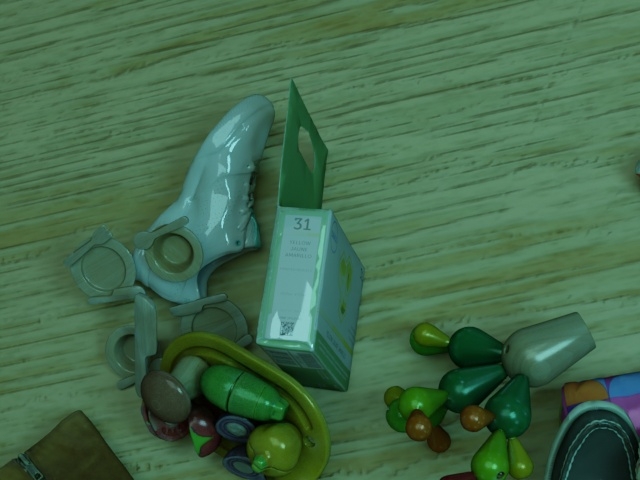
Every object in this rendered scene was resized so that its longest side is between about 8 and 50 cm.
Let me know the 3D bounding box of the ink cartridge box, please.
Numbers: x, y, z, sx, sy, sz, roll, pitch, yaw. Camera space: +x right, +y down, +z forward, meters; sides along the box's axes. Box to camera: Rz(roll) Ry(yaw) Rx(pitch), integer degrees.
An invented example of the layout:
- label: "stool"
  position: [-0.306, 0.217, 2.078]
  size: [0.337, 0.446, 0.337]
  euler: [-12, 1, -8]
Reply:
- label: "ink cartridge box"
  position: [0.000, 0.000, 1.071]
  size: [0.056, 0.171, 0.235]
  euler: [5, 73, 13]

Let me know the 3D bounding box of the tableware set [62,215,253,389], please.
- label: "tableware set"
  position: [-0.151, 0.056, 1.128]
  size: [0.141, 0.020, 0.168]
  euler: [-20, 103, 16]

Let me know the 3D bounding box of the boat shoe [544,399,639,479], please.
- label: "boat shoe"
  position: [0.213, 0.239, 0.945]
  size: [0.081, 0.068, 0.227]
  euler: [2, 104, 6]

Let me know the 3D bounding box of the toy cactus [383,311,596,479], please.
- label: "toy cactus"
  position: [0.142, 0.123, 1.006]
  size: [0.181, 0.219, 0.112]
  euler: [-27, 107, 4]

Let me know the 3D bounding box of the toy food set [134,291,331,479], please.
- label: "toy food set"
  position: [-0.099, 0.152, 1.060]
  size: [0.218, 0.128, 0.071]
  euler: [27, 37, 20]

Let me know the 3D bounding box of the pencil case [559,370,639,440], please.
- label: "pencil case"
  position: [0.314, 0.147, 0.996]
  size: [0.236, 0.104, 0.104]
  euler: [-9, 70, 11]

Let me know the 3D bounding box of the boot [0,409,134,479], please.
- label: "boot"
  position: [-0.220, 0.307, 1.027]
  size: [0.280, 0.096, 0.264]
  euler: [39, 67, 20]

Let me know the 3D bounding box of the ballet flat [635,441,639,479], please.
- label: "ballet flat"
  position: [0.257, 0.193, 0.850]
  size: [0.091, 0.077, 0.241]
  euler: [-13, 43, 25]

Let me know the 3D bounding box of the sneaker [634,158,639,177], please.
- label: "sneaker"
  position: [0.359, -0.080, 1.093]
  size: [0.158, 0.061, 0.065]
  euler: [-31, 95, 2]

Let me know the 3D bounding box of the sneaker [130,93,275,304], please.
- label: "sneaker"
  position: [-0.087, -0.033, 1.158]
  size: [0.094, 0.080, 0.212]
  euler: [32, 91, 13]
